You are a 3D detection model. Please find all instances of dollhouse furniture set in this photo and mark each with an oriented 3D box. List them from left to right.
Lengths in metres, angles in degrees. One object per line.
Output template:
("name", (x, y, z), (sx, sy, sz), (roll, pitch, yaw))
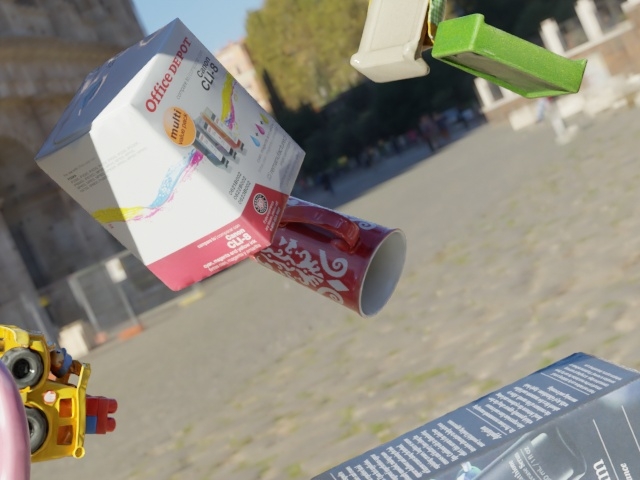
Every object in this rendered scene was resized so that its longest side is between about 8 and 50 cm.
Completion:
("dollhouse furniture set", (0.184, -0.282, 1.569), (0.151, 0.198, 0.301), (17, -6, -26))

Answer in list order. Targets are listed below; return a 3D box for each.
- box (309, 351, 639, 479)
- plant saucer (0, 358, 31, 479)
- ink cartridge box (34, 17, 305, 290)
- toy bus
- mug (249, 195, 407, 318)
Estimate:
("box", (0.228, 0.352, 1.539), (0.395, 0.294, 0.212), (-25, 6, -7))
("plant saucer", (-0.429, 0.256, 1.334), (0.332, 0.332, 0.084), (-22, -28, 36))
("ink cartridge box", (-0.127, -0.073, 1.128), (0.127, 0.176, 0.128), (-25, 32, 37))
("toy bus", (-0.428, 0.245, 2.076), (0.211, 0.220, 0.149), (1, 1, -29))
("mug", (0.005, -0.003, 1.570), (0.169, 0.150, 0.113), (22, 41, 25))
